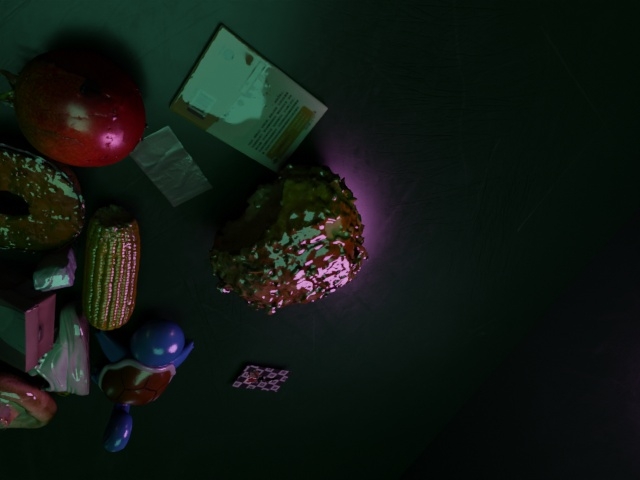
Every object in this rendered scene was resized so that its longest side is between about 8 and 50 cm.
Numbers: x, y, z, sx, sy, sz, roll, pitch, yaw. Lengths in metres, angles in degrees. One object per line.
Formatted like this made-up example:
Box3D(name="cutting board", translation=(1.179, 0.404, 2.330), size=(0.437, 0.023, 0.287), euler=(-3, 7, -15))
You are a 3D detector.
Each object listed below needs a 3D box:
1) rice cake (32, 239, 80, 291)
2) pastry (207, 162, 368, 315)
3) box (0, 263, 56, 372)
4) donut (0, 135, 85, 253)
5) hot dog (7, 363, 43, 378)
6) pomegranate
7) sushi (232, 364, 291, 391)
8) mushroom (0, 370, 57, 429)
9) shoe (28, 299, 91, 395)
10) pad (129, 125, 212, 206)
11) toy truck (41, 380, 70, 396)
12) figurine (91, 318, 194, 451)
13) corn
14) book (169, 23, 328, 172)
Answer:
Box3D(name="rice cake", translation=(-0.588, 0.047, 0.910), size=(0.069, 0.206, 0.063), euler=(-12, 118, -18))
Box3D(name="pastry", translation=(-0.059, 0.006, 1.020), size=(0.405, 0.292, 0.337), euler=(-44, 124, 13))
Box3D(name="box", translation=(-0.746, 0.174, 0.954), size=(0.215, 0.086, 0.215), euler=(27, 119, 5))
Box3D(name="donut", translation=(-0.633, -0.097, 0.835), size=(0.273, 0.107, 0.271), euler=(-9, 126, -12))
Box3D(name="hot dog", translation=(-0.836, 0.315, 1.117), size=(0.083, 0.068, 0.288), euler=(-26, 134, 9))
Box3D(name="pomegranate", translation=(-0.441, -0.239, 0.730), size=(0.236, 0.210, 0.210), euler=(16, 124, -2))
Box3D(name="sushi", translation=(-0.224, 0.525, 1.564), size=(0.201, 0.031, 0.139), euler=(20, 119, -30))
Box3D(name="mushroom", translation=(-0.899, 0.459, 1.148), size=(0.279, 0.145, 0.278), euler=(-2, 134, -3))
Box3D(name="shoe", translation=(-0.716, 0.302, 1.095), size=(0.160, 0.124, 0.315), euler=(-3, 117, -22))
Box3D(name="pad", translation=(-0.351, -0.167, 0.949), size=(0.113, 0.006, 0.187), euler=(-27, 133, 1))
Box3D(name="toy truck", translation=(-0.807, 0.446, 1.249), size=(0.054, 0.049, 0.083), euler=(-36, 131, 11))
Box3D(name="figurine", translation=(-0.564, 0.401, 1.226), size=(0.298, 0.243, 0.415), euler=(25, 95, -26))
Box3D(name="corn", translation=(-0.516, 0.073, 0.998), size=(0.131, 0.131, 0.344), euler=(6, 124, -26))
Box3D(name="book", translation=(-0.152, -0.299, 0.909), size=(0.296, 0.020, 0.208), euler=(27, 114, -37))
